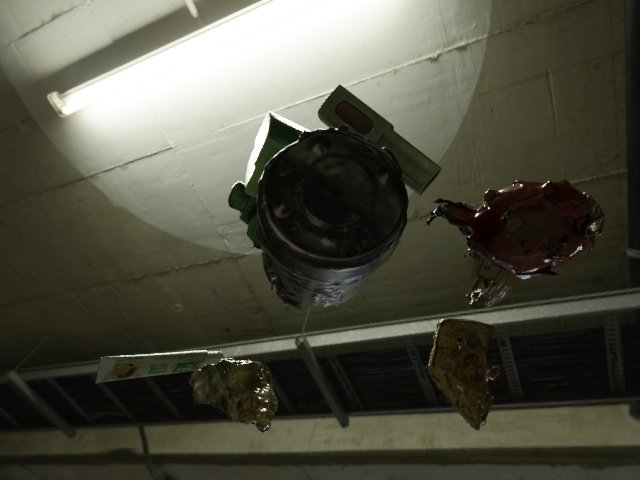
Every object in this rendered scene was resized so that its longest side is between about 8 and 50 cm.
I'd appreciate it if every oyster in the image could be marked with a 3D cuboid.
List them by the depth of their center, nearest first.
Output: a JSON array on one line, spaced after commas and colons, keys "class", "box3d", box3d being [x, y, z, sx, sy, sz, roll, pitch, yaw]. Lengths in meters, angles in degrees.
[{"class": "oyster", "box3d": [-0.163, 0.290, 0.858, 0.166, 0.110, 0.341, 22, -20, -14]}]

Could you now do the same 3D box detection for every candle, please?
[{"class": "candle", "box3d": [0.000, 0.000, 0.631, 0.188, 0.187, 0.330, 19, -23, 1]}]

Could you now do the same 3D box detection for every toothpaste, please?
[{"class": "toothpaste", "box3d": [-0.401, 0.316, 1.118, 0.315, 0.058, 0.056, 5, -18, -38]}]

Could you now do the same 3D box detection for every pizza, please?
[{"class": "pizza", "box3d": [0.385, 0.342, 1.155, 0.189, 0.296, 0.071, 14, -30, 1]}]

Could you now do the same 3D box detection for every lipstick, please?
[{"class": "lipstick", "box3d": [0.112, -0.189, 0.835, 0.253, 0.077, 0.079, 42, -86, 10]}]

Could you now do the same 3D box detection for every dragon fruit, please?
[{"class": "dragon fruit", "box3d": [0.249, -0.024, 0.601, 0.246, 0.125, 0.125, 19, -23, 50]}]

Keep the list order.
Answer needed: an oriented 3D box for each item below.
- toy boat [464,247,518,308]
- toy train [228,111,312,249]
[{"class": "toy boat", "box3d": [0.383, 0.036, 0.948, 0.122, 0.089, 0.321, 3, -48, -4]}, {"class": "toy train", "box3d": [0.014, -0.071, 0.868, 0.369, 0.150, 0.237, 20, -57, -21]}]
